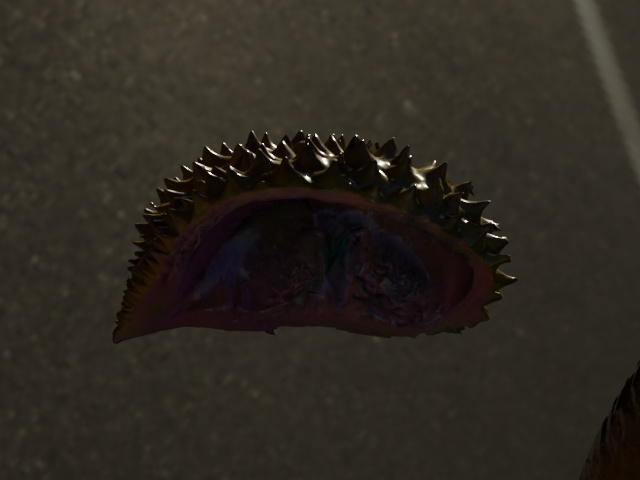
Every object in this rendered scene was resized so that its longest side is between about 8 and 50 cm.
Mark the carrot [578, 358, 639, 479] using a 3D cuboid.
[{"bbox_3d":[0.205,0.078,0.952,0.114,0.302,0.114,8,42,-8],"label":"carrot"}]

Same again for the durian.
[{"bbox_3d":[0.002,-0.015,1.324,0.260,0.186,0.154,6,72,-12],"label":"durian"}]
